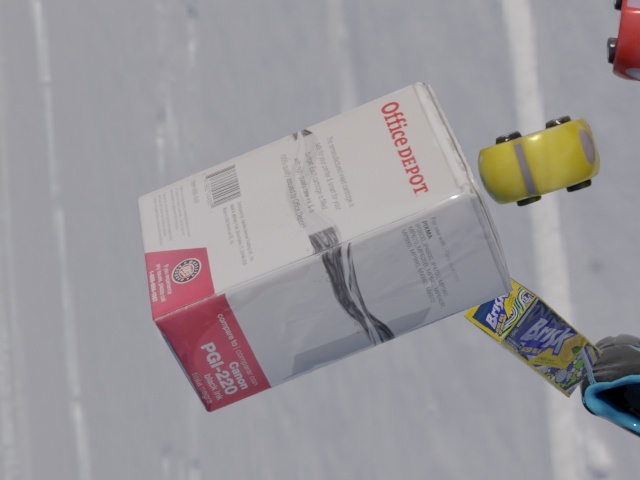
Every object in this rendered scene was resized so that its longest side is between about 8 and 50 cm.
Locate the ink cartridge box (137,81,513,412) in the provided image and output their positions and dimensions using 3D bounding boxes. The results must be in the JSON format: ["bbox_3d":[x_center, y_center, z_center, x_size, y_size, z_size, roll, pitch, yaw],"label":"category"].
[{"bbox_3d":[0.000,0.000,1.099,0.158,0.218,0.092,-106,-9,-57],"label":"ink cartridge box"}]

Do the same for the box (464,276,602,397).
[{"bbox_3d":[0.208,0.092,1.616,0.054,0.059,0.169,37,180,38],"label":"box"}]

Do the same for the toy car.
[{"bbox_3d":[0.272,-0.075,1.328,0.239,0.225,0.053,-51,-2,10],"label":"toy car"}]

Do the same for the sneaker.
[{"bbox_3d":[0.460,0.220,1.940,0.139,0.341,0.125,-35,-40,-68],"label":"sneaker"}]
